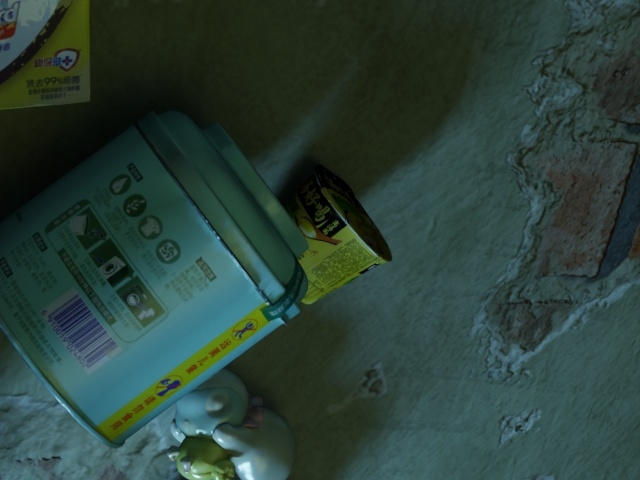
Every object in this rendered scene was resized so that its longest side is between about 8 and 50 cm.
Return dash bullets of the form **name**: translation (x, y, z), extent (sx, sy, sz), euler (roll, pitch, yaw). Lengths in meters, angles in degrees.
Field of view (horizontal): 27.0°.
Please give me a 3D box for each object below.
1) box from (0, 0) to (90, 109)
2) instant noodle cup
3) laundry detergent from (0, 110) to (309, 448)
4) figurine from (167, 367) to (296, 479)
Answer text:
- **box**: translation (-0.372, -0.219, 1.356), extent (0.265, 0.097, 0.168), euler (-7, 122, -23)
- **instant noodle cup**: translation (0.000, 0.000, 1.660), extent (0.122, 0.151, 0.151), euler (-39, 130, 14)
- **laundry detergent**: translation (-0.186, 0.028, 1.482), extent (0.305, 0.287, 0.287), euler (-36, 129, -2)
- **figurine**: translation (-0.140, 0.239, 1.738), extent (0.155, 0.127, 0.235), euler (-52, 126, -18)
